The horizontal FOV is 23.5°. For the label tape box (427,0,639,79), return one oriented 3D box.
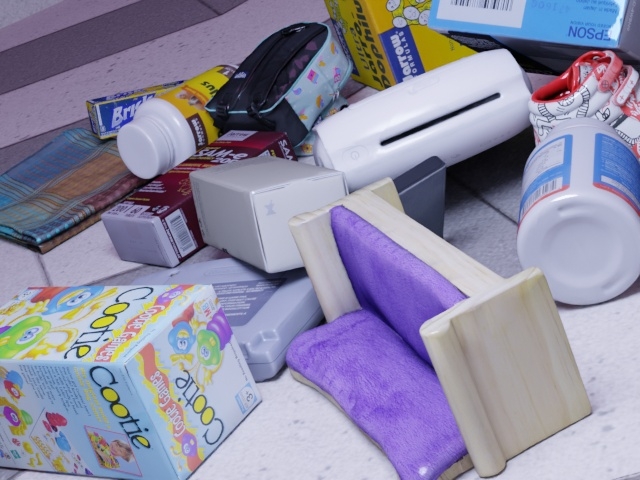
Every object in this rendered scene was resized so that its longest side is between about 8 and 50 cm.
[{"bbox_3d":[0.326,-0.251,1.840,0.249,0.115,0.348,12,-3,35],"label":"label tape box"}]

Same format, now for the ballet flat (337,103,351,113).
[{"bbox_3d":[0.035,-0.132,2.039,0.057,0.049,0.173,-21,23,6],"label":"ballet flat"}]

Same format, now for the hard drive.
[{"bbox_3d":[0.092,-0.019,1.637,0.094,0.135,0.022,-32,56,-22],"label":"hard drive"}]

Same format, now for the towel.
[{"bbox_3d":[-0.396,-0.084,2.346,0.271,0.040,0.370,-34,25,-24],"label":"towel"}]

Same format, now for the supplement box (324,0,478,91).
[{"bbox_3d":[0.200,-0.382,2.258,0.357,0.194,0.195,-28,23,-12],"label":"supplement box"}]

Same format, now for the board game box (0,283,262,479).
[{"bbox_3d":[-0.223,0.139,1.550,0.275,0.144,0.142,-2,30,40],"label":"board game box"}]

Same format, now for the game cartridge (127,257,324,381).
[{"bbox_3d":[-0.124,0.086,1.698,0.294,0.060,0.196,-5,32,35],"label":"game cartridge"}]

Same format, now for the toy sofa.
[{"bbox_3d":[0.074,0.077,1.409,0.177,0.150,0.362,-26,23,-11],"label":"toy sofa"}]

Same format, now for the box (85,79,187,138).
[{"bbox_3d":[-0.282,-0.209,2.440,0.169,0.059,0.054,-15,17,-21],"label":"box"}]

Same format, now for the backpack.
[{"bbox_3d":[-0.042,-0.211,2.148,0.166,0.144,0.188,1,55,47],"label":"backpack"}]

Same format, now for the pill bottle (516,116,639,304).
[{"bbox_3d":[0.261,-0.039,1.529,0.124,0.124,0.221,-15,24,18],"label":"pill bottle"}]

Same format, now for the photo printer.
[{"bbox_3d":[0.115,-0.134,1.792,0.256,0.107,0.307,-23,4,-1],"label":"photo printer"}]

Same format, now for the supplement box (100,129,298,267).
[{"bbox_3d":[-0.154,-0.059,2.022,0.239,0.073,0.130,-36,26,-31],"label":"supplement box"}]

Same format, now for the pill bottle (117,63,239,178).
[{"bbox_3d":[-0.186,-0.167,2.205,0.117,0.117,0.215,2,26,45],"label":"pill bottle"}]

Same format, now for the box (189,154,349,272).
[{"bbox_3d":[-0.059,-0.035,1.742,0.113,0.094,0.275,-13,11,-15],"label":"box"}]

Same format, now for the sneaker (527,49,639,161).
[{"bbox_3d":[0.357,-0.143,1.643,0.270,0.145,0.090,-19,23,9],"label":"sneaker"}]
